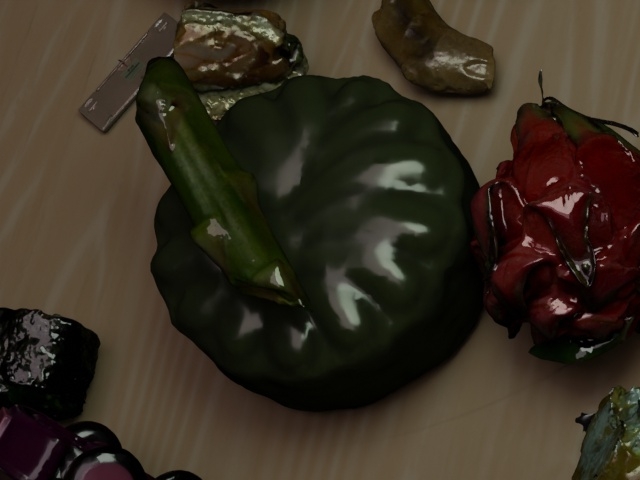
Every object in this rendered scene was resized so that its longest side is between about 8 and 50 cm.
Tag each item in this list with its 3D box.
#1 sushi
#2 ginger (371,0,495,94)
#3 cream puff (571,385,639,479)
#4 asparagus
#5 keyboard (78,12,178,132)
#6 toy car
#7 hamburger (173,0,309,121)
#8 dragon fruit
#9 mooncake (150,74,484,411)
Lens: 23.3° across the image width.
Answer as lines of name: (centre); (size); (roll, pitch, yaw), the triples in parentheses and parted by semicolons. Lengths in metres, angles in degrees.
sushi: (-0.368, 0.141, 1.783); (0.225, 0.124, 0.127); (7, 71, 18)
ginger: (0.126, -0.224, 1.776); (0.095, 0.069, 0.190); (-43, 61, 6)
cream puff: (0.319, 0.212, 1.484); (0.156, 0.156, 0.121); (15, 105, 26)
asparagus: (-0.104, -0.044, 1.572); (0.085, 0.082, 0.343); (-36, 63, 11)
keyboard: (-0.232, -0.209, 1.941); (0.055, 0.017, 0.166); (39, 86, 25)
toy car: (-0.213, 0.327, 1.540); (0.341, 0.271, 0.240); (33, 83, -9)
hamburger: (-0.098, -0.209, 1.822); (0.155, 0.207, 0.135); (8, 100, -7)
dragon fruit: (0.243, -0.027, 1.549); (0.234, 0.234, 0.293); (-20, 80, 13)
mooncake: (0.000, 0.000, 1.661); (0.356, 0.194, 0.356); (-8, 64, 18)
